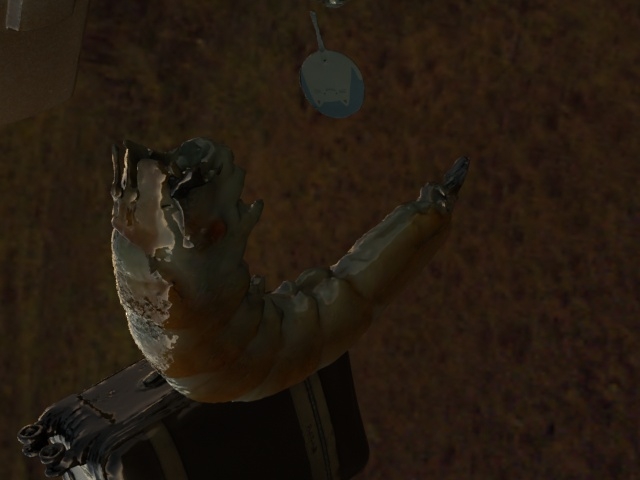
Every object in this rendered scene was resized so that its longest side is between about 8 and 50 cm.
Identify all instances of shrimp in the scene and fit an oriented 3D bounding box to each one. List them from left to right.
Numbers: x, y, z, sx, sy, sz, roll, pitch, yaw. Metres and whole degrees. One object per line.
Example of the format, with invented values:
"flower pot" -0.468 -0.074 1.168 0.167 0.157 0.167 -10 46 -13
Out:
"shrimp" -0.022 0.026 0.795 0.068 0.287 0.185 43 120 42

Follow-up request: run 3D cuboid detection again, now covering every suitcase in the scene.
"suitcase" -0.139 0.257 1.584 0.194 0.434 0.283 23 133 48

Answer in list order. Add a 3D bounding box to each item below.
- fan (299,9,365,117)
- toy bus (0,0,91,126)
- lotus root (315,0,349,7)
"fan" 0.010 -0.268 1.885 0.113 0.005 0.175 -1 117 32
"toy bus" -0.183 -0.154 0.702 0.103 0.091 0.182 52 146 19
"lotus root" 0.000 -0.317 0.800 0.158 0.140 0.322 -6 105 39
